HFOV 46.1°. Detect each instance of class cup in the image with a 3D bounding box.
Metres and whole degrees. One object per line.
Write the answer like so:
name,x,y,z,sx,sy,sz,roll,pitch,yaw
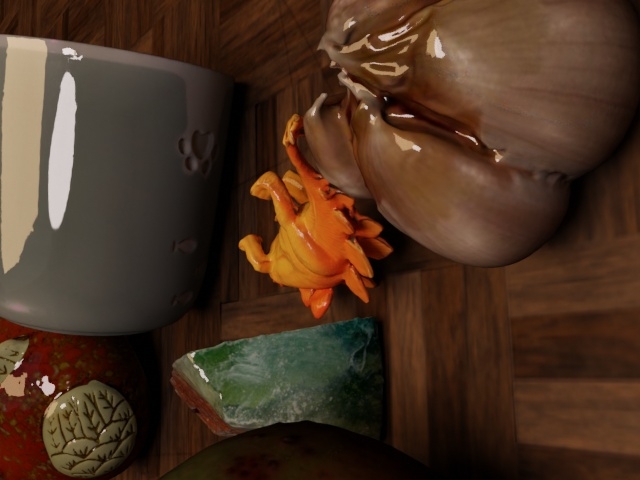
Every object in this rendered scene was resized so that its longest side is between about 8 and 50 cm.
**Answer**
cup,-0.239,-0.059,0.840,0.356,0.260,0.274,-118,36,-83

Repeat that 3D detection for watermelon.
watermelon,-0.062,0.134,0.645,0.241,0.154,0.094,144,124,-63

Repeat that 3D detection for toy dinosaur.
toy dinosaur,0.000,0.000,0.567,0.117,0.070,0.288,44,159,7

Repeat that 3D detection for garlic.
garlic,0.098,-0.096,0.413,0.160,0.191,0.214,43,111,20

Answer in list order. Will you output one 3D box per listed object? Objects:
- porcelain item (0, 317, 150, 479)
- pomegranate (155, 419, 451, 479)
porcelain item,-0.332,0.196,0.895,0.253,0.253,0.252,-10,77,54
pomegranate,-0.025,0.255,0.435,0.323,0.291,0.290,-31,61,50
